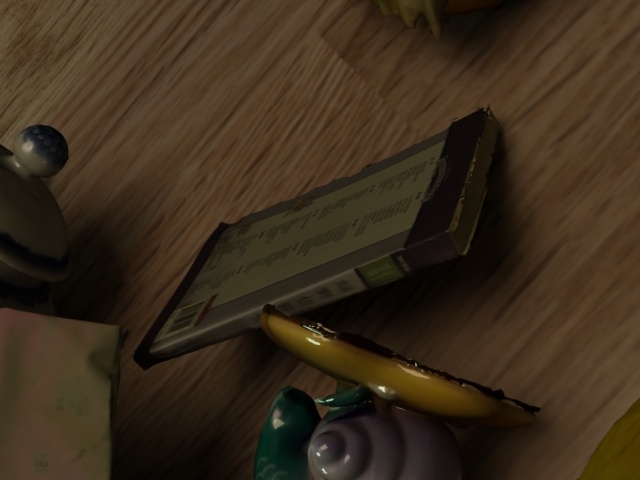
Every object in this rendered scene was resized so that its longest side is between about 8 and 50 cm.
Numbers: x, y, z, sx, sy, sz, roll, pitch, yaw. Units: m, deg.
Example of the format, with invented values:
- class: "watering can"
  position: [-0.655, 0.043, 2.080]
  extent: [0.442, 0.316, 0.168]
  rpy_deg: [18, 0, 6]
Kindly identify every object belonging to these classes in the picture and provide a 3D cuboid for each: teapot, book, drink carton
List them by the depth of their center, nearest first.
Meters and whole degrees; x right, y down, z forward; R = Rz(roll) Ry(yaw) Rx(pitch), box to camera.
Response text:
- class: "drink carton"
  position: [-0.205, 0.175, 0.652]
  extent: [0.271, 0.108, 0.161]
  rpy_deg: [124, 150, -46]
- class: "book"
  position: [0.001, 0.001, 0.655]
  extent: [0.231, 0.026, 0.157]
  rpy_deg: [-22, 24, 29]
- class: "teapot"
  position: [-0.295, 0.014, 0.777]
  extent: [0.280, 0.252, 0.424]
  rpy_deg: [-43, 14, 5]

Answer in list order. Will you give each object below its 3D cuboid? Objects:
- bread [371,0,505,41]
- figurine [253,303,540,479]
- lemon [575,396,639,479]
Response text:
- class: "bread"
  position: [0.136, -0.324, 0.673]
  extent: [0.388, 0.183, 0.236]
  rpy_deg: [-43, 65, 6]
- class: "figurine"
  position: [-0.011, 0.177, 0.553]
  extent: [0.208, 0.181, 0.257]
  rpy_deg: [22, 84, 2]
- class: "lemon"
  position: [0.225, 0.134, 0.312]
  extent: [0.316, 0.285, 0.285]
  rpy_deg: [126, 156, -72]
